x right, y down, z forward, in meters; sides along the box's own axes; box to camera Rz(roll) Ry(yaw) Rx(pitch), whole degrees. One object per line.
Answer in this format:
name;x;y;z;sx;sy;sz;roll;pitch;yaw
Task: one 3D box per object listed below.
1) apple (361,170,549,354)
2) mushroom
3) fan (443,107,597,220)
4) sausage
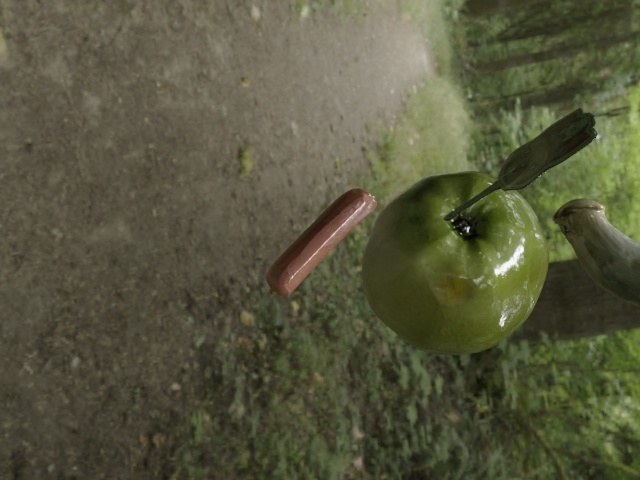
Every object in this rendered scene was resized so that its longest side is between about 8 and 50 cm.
apple;0.252;0.039;1.468;0.357;0.357;0.357;-9;90;-76
mushroom;0.647;0.047;1.592;0.126;0.397;0.177;-21;129;-49
fan;0.242;-0.086;0.975;0.009;0.220;0.132;48;21;-14
sausage;0.000;0.000;0.785;0.147;0.030;0.035;-45;142;-21
